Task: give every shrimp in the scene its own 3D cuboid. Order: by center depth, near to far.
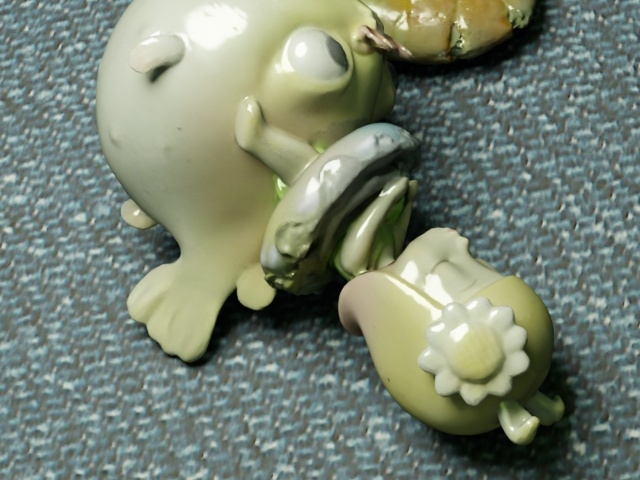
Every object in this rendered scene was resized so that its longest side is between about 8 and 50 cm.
[{"bbox_3d":[0.029,-0.189,1.260,0.267,0.061,0.145,-4,53,12],"label":"shrimp"}]

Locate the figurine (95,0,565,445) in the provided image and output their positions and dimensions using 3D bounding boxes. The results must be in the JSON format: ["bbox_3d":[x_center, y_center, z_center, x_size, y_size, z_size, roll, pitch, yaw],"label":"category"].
[{"bbox_3d":[0.000,0.000,1.120,0.394,0.226,0.274,44,108,17],"label":"figurine"}]
